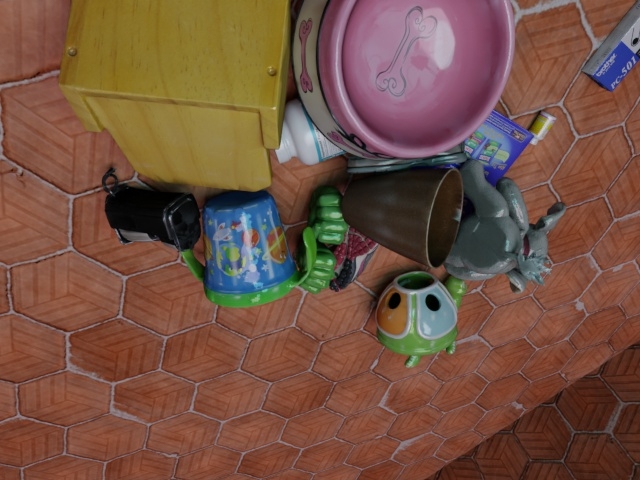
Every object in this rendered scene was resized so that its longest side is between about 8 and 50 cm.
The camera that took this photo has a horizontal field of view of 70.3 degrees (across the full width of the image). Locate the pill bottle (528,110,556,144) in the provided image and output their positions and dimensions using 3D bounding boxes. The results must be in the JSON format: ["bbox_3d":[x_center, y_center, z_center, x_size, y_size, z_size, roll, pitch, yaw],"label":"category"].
[{"bbox_3d":[0.586,-0.299,1.212,0.043,0.043,0.083,10,123,-25],"label":"pill bottle"}]

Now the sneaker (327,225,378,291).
[{"bbox_3d":[0.101,0.005,1.244,0.112,0.121,0.299,-24,152,-50],"label":"sneaker"}]

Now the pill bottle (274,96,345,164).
[{"bbox_3d":[0.018,-0.255,0.988,0.263,0.146,0.146,-20,130,-2],"label":"pill bottle"}]

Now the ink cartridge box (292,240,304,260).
[{"bbox_3d":[-0.020,0.018,1.261,0.062,0.029,0.115,26,115,-32],"label":"ink cartridge box"}]

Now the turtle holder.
[{"bbox_3d":[0.326,0.218,1.400,0.319,0.243,0.228,-6,111,-3],"label":"turtle holder"}]

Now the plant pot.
[{"bbox_3d":[0.172,-0.066,1.018,0.215,0.230,0.216,-27,123,-51],"label":"plant pot"}]

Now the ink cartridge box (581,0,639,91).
[{"bbox_3d":[0.761,-0.487,1.125,0.097,0.046,0.207,19,119,-28],"label":"ink cartridge box"}]

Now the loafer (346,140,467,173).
[{"bbox_3d":[0.187,-0.201,1.012,0.267,0.096,0.084,-6,99,2],"label":"loafer"}]

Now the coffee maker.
[{"bbox_3d":[-0.366,-0.060,0.979,0.178,0.120,0.171,5,147,24],"label":"coffee maker"}]

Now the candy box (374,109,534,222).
[{"bbox_3d":[0.325,-0.200,1.150,0.268,0.122,0.317,18,118,-30],"label":"candy box"}]

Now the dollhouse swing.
[{"bbox_3d":[-0.232,-0.288,0.864,0.346,0.305,0.316,5,83,1],"label":"dollhouse swing"}]

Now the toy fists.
[{"bbox_3d":[0.000,0.000,1.153,0.096,0.142,0.280,7,113,-23],"label":"toy fists"}]

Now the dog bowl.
[{"bbox_3d":[0.160,-0.330,0.812,0.407,0.150,0.409,-6,114,-14],"label":"dog bowl"}]

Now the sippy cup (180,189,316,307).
[{"bbox_3d":[-0.178,0.005,1.075,0.305,0.240,0.224,-13,112,-15],"label":"sippy cup"}]

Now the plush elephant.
[{"bbox_3d":[0.445,-0.009,1.112,0.255,0.330,0.272,3,121,-48],"label":"plush elephant"}]
